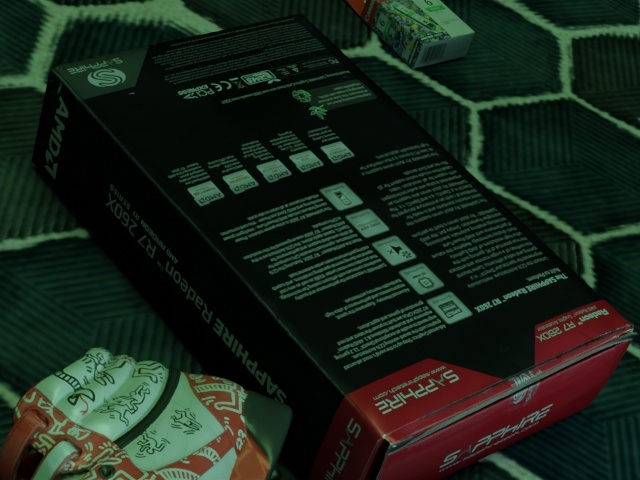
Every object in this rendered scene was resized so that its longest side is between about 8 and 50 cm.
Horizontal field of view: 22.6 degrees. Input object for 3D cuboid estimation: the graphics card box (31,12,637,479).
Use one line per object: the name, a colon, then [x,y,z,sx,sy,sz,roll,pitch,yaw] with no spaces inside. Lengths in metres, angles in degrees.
graphics card box: [0.000,0.000,1.080,0.233,0.094,0.371,-20,55,-38]

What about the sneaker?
sneaker: [-0.115,0.161,0.852,0.145,0.090,0.270,20,36,1]

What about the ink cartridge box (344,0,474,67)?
ink cartridge box: [0.073,-0.198,1.388,0.063,0.029,0.115,-17,52,-36]
